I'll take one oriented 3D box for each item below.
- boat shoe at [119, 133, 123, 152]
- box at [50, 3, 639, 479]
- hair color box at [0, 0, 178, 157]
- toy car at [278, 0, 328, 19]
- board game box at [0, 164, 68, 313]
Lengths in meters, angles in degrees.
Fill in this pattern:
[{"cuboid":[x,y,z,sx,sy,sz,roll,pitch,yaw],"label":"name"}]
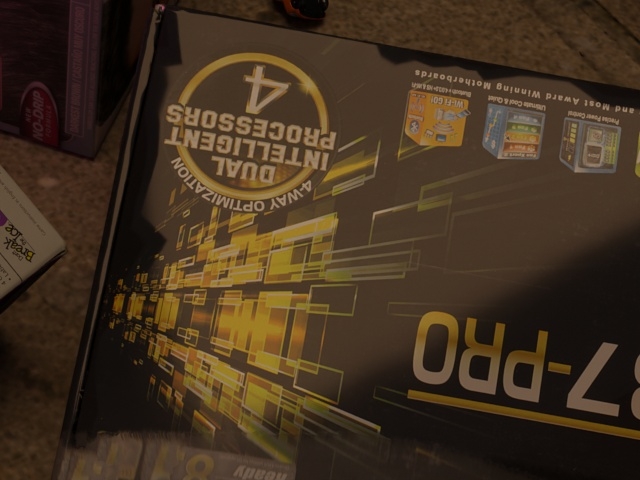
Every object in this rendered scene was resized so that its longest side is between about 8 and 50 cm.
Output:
[{"cuboid":[0.000,0.000,1.024,0.307,0.104,0.111,26,50,12],"label":"boat shoe"},{"cuboid":[0.065,0.055,0.917,0.394,0.097,0.318,11,78,-1],"label":"box"},{"cuboid":[-0.145,-0.260,1.170,0.113,0.185,0.374,18,49,4],"label":"hair color box"},{"cuboid":[0.001,-0.208,1.264,0.040,0.060,0.122,-11,12,39],"label":"toy car"},{"cuboid":[-0.301,0.048,0.876,0.144,0.142,0.275,51,54,-3],"label":"board game box"}]
